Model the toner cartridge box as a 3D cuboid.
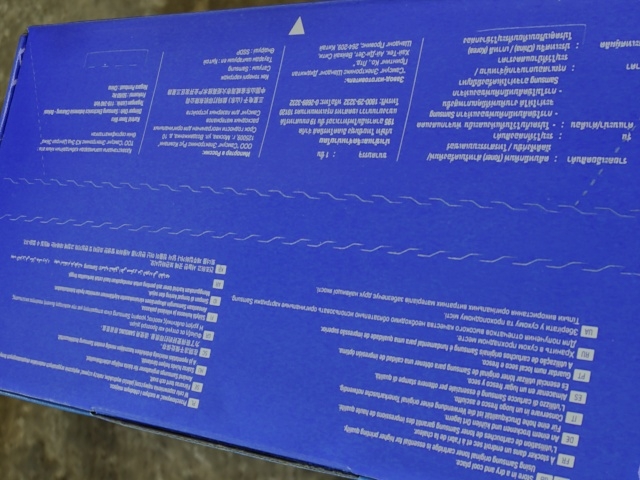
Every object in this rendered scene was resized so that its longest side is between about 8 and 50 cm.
[{"bbox_3d":[0.000,0.000,0.472,0.348,0.075,0.165,5,81,42],"label":"toner cartridge box"}]
